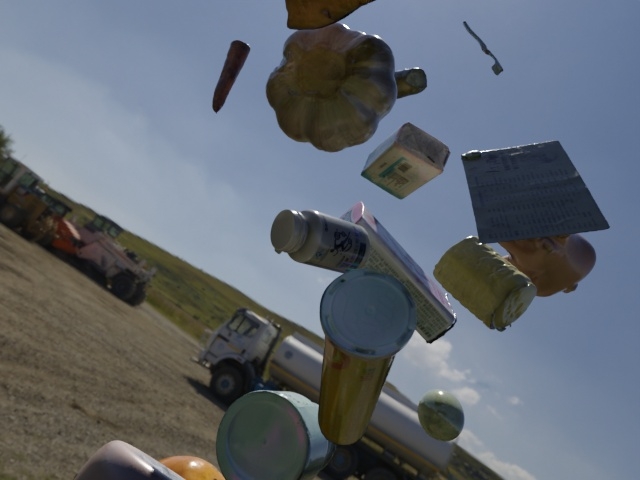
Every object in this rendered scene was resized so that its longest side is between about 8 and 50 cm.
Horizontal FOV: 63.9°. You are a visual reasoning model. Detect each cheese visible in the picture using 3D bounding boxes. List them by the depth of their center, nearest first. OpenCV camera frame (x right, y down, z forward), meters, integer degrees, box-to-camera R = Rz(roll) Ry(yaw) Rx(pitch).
[{"bbox_3d":[0.307,0.078,0.966,0.094,0.123,0.167,46,2,-44],"label":"cheese"}]

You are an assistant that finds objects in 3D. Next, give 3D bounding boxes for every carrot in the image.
[{"bbox_3d":[-0.251,-0.434,1.375,0.057,0.224,0.057,16,-18,5],"label":"carrot"}]

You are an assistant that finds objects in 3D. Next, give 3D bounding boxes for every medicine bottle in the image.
[{"bbox_3d":[0.045,0.198,0.730,0.108,0.108,0.426,31,-31,18],"label":"medicine bottle"},{"bbox_3d":[0.000,0.000,1.020,0.191,0.107,0.107,16,-1,-38],"label":"medicine bottle"},{"bbox_3d":[-0.092,0.511,1.308,0.244,0.245,0.290,28,-7,26],"label":"medicine bottle"}]

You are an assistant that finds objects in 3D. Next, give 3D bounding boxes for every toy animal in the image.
[{"bbox_3d":[0.559,-0.002,1.342,0.326,0.237,0.269,54,7,8],"label":"toy animal"}]

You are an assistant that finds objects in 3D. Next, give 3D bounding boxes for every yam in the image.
[{"bbox_3d":[0.118,-0.367,1.260,0.317,0.071,0.067,5,-16,46],"label":"yam"}]

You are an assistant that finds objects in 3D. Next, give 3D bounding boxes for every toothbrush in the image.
[{"bbox_3d":[0.333,-0.403,1.061,0.013,0.193,0.019,15,-46,-33],"label":"toothbrush"}]

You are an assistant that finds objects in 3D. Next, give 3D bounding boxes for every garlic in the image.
[{"bbox_3d":[0.023,-0.257,0.884,0.227,0.228,0.152,32,11,14],"label":"garlic"}]

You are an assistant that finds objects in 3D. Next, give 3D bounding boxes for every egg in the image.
[{"bbox_3d":[0.304,0.439,1.300,0.114,0.114,0.152,39,7,-12],"label":"egg"}]

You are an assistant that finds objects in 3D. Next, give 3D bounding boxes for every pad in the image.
[{"bbox_3d":[0.301,-0.083,0.759,0.159,0.265,0.009,-7,-56,13],"label":"pad"}]

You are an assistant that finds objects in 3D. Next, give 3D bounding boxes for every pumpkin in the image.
[{"bbox_3d":[0.096,-0.406,0.695,0.258,0.290,0.095,-3,-45,52],"label":"pumpkin"}]

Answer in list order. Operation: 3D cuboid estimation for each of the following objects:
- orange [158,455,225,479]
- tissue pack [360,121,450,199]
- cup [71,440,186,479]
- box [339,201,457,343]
[{"bbox_3d":[-0.387,0.755,1.400,0.312,0.312,0.312,33,-16,11],"label":"orange"},{"bbox_3d":[0.285,-0.268,1.764,0.201,0.124,0.271,26,-23,-14],"label":"tissue pack"},{"bbox_3d":[-0.240,0.377,0.622,0.191,0.200,0.253,28,-26,12],"label":"cup"},{"bbox_3d":[0.190,0.078,1.303,0.369,0.112,0.190,45,16,-12],"label":"box"}]
